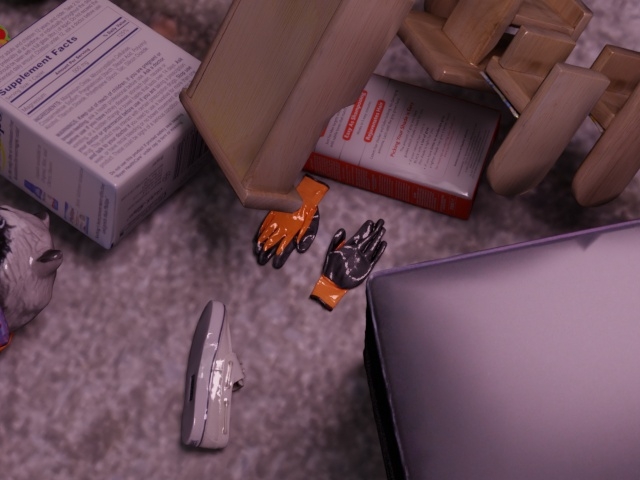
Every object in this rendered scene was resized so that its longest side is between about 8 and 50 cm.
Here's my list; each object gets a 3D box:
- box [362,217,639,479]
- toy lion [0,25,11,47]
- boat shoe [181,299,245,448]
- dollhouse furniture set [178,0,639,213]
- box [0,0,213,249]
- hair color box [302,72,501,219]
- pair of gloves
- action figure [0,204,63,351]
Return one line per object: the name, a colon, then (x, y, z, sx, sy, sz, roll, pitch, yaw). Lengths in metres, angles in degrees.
box: (0.182, 0.092, 0.771, 0.296, 0.294, 0.182, -12, 79, -1)
toy lion: (-0.272, -0.120, 1.023, 0.100, 0.034, 0.096, 2, 64, 4)
boat shoe: (-0.068, 0.090, 0.938, 0.035, 0.035, 0.100, 14, 66, -21)
dollhouse furniture set: (0.061, -0.104, 0.898, 0.242, 0.161, 0.212, 6, 38, -38)
box: (-0.152, -0.085, 0.960, 0.137, 0.072, 0.126, 35, 54, 14)
hair color box: (0.047, -0.072, 0.979, 0.141, 0.043, 0.072, 18, 72, 8)
pair of gloves: (0.000, 0.000, 0.974, 0.083, 0.010, 0.074, 34, 76, 13)
action figure: (-0.331, 0.019, 0.906, 0.330, 0.178, 0.341, -11, 95, -6)
